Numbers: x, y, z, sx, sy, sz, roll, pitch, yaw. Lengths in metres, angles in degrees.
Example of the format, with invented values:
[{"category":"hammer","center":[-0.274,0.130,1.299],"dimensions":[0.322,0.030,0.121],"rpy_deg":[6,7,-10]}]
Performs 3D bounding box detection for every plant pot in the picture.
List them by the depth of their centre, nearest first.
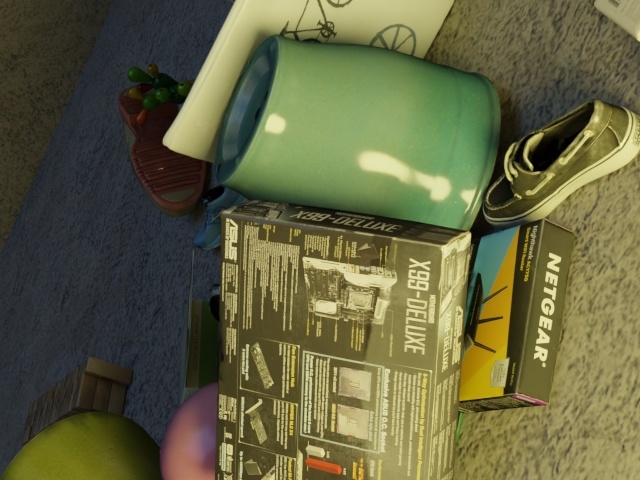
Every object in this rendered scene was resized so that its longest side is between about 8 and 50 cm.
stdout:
[{"category":"plant pot","center":[0.027,-0.110,1.365],"dimensions":[0.272,0.255,0.272],"rpy_deg":[-54,25,39]},{"category":"plant pot","center":[-0.261,0.416,1.616],"dimensions":[0.293,0.274,0.275],"rpy_deg":[23,92,48]}]

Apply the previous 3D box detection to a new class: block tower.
[{"category":"block tower","center":[-0.471,0.324,2.262],"dimensions":[0.335,0.091,0.097],"rpy_deg":[-38,40,49]}]

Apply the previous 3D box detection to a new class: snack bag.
[{"category":"snack bag","center":[-0.014,-0.212,1.487],"dimensions":[0.037,0.342,0.323],"rpy_deg":[43,111,40]}]

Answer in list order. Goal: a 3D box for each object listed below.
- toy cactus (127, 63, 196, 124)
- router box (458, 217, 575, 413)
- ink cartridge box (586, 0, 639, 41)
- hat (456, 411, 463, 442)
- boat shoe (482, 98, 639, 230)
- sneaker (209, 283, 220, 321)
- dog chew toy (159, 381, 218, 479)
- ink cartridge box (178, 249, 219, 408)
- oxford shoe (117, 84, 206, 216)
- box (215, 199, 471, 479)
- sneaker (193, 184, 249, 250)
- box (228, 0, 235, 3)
[{"category":"toy cactus","center":[-0.256,-0.266,2.234],"dimensions":[0.180,0.219,0.112],"rpy_deg":[-28,-47,-65]},{"category":"router box","center":[0.183,0.078,1.184],"dimensions":[0.133,0.046,0.179],"rpy_deg":[-21,53,58]},{"category":"ink cartridge box","center":[0.323,-0.269,1.128],"dimensions":[0.140,0.082,0.191],"rpy_deg":[-59,25,20]},{"category":"hat","center":[0.033,0.156,1.260],"dimensions":[0.173,0.183,0.208],"rpy_deg":[-30,45,51]},{"category":"boat shoe","center":[0.224,-0.080,1.194],"dimensions":[0.219,0.070,0.078],"rpy_deg":[-38,39,49]},{"category":"sneaker","center":[-0.088,0.127,1.631],"dimensions":[0.283,0.107,0.124],"rpy_deg":[-7,71,62]},{"category":"dog chew toy","center":[-0.090,0.335,1.375],"dimensions":[0.206,0.206,0.332],"rpy_deg":[-25,58,56]},{"category":"ink cartridge box","center":[-0.176,0.152,1.747],"dimensions":[0.235,0.056,0.171],"rpy_deg":[106,166,-46]},{"category":"oxford shoe","center":[-0.296,-0.149,2.278],"dimensions":[0.397,0.140,0.146],"rpy_deg":[-113,18,-50]},{"category":"box","center":[0.016,0.126,1.178],"dimensions":[0.242,0.076,0.307],"rpy_deg":[8,104,27]},{"category":"sneaker","center":[-0.174,-0.055,1.973],"dimensions":[0.162,0.073,0.063],"rpy_deg":[-56,28,26]},{"category":"box","center":[-0.067,-0.528,2.014],"dimensions":[0.290,0.169,0.087],"rpy_deg":[-57,28,26]}]
